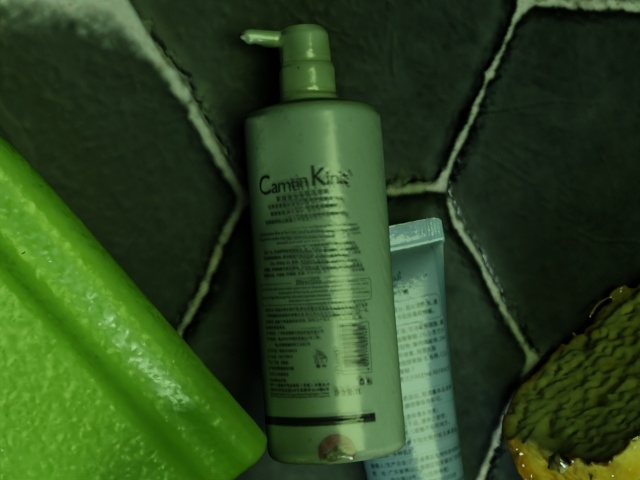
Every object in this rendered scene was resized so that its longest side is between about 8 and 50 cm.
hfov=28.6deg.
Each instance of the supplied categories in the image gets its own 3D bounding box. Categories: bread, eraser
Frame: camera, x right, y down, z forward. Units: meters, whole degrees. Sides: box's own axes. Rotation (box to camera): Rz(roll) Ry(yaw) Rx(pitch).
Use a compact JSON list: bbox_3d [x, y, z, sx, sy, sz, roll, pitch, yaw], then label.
[{"bbox_3d":[0.247,0.119,0.874,0.229,0.143,0.139,-36,108,-18],"label":"bread"},{"bbox_3d":[-0.187,0.082,0.682,0.210,0.092,0.274,-43,112,-18],"label":"eraser"}]

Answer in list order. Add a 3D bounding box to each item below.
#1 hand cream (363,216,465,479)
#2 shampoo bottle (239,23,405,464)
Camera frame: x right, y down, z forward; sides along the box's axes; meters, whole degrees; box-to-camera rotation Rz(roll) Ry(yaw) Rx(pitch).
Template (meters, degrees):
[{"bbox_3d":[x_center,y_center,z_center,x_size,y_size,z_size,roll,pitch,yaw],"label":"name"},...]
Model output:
[{"bbox_3d":[0.060,0.124,0.832,0.091,0.058,0.271,-12,96,-10],"label":"hand cream"},{"bbox_3d":[0.000,0.000,0.763,0.085,0.085,0.262,-3,87,-27],"label":"shampoo bottle"}]
